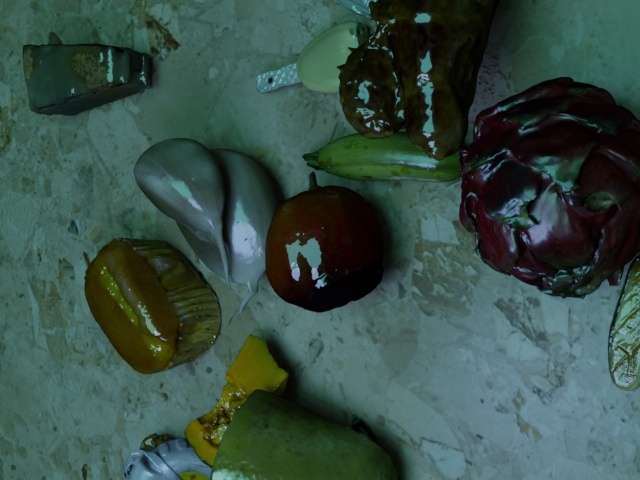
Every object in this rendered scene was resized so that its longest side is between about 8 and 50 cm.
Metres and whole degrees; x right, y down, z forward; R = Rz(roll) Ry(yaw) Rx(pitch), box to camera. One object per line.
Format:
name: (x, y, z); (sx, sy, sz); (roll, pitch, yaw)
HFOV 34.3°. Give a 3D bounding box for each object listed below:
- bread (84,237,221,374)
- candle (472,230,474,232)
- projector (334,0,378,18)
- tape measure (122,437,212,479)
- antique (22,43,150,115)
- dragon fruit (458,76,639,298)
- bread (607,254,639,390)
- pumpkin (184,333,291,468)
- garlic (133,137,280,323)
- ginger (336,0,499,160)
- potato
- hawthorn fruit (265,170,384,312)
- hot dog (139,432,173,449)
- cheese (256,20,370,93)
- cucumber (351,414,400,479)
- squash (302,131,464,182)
bread: (-0.349, 0.128, 2.077); (0.204, 0.156, 0.288); (-46, 70, 27)
candle: (0.290, -0.070, 1.728); (0.052, 0.052, 0.131); (17, 99, 31)
projector: (0.049, -0.516, 1.838); (0.256, 0.099, 0.192); (32, 109, 28)
tape measure: (-0.268, 0.485, 2.021); (0.120, 0.197, 0.236); (-132, 24, -65)
antique: (-0.482, -0.348, 2.163); (0.284, 0.125, 0.150); (-2, 92, 33)
dragon fruit: (0.355, -0.083, 1.540); (0.329, 0.329, 0.329); (1, 92, 32)
bread: (0.490, 0.126, 1.607); (0.073, 0.053, 0.214); (13, 96, 28)
pumpkin: (-0.140, 0.320, 1.980); (0.131, 0.126, 0.248); (38, 91, 38)
garlic: (-0.217, -0.049, 1.946); (0.246, 0.231, 0.340); (-39, 66, 24)
ginger: (0.154, -0.338, 1.631); (0.254, 0.176, 0.418); (13, 86, 35)
potato: (-0.024, 0.464, 1.805); (0.280, 0.213, 0.330); (5, 110, 21)
hawthorn fruit: (0.000, 0.000, 1.827); (0.215, 0.215, 0.250); (-13, 86, 32)
hot dog: (-0.342, 0.524, 2.131); (0.115, 0.072, 0.269); (19, 105, 34)
cheese: (-0.017, -0.316, 1.914); (0.251, 0.054, 0.127); (-12, 82, 32)
cucumber: (0.093, 0.382, 1.875); (0.037, 0.037, 0.155); (-42, 70, 26)
squash: (0.100, -0.148, 1.823); (0.340, 0.094, 0.095); (5, 94, 33)
